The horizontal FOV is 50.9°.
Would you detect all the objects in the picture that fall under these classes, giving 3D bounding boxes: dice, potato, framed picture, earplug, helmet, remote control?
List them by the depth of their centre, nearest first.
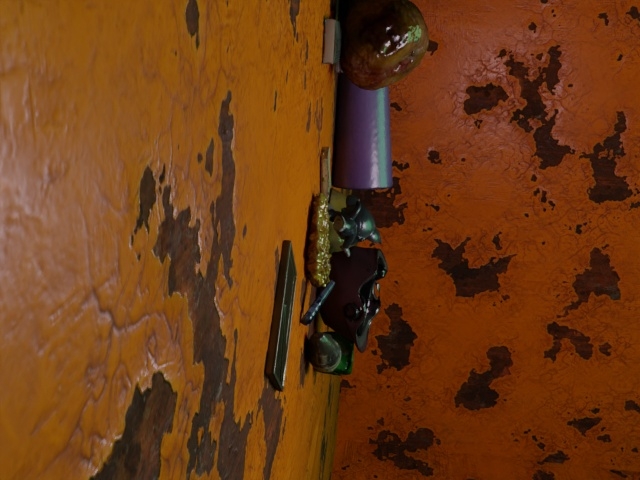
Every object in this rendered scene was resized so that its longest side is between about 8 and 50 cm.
[{"bbox_3d":[-0.074,0.156,1.347,0.192,0.018,0.265,83,12,-66],"label":"framed picture"},{"bbox_3d":[-0.007,0.165,1.755,0.152,0.027,0.043,-54,165,-40],"label":"remote control"},{"bbox_3d":[0.089,0.174,2.169,0.271,0.197,0.338,-6,110,-75],"label":"helmet"},{"bbox_3d":[0.047,0.378,2.246,0.120,0.128,0.130,85,9,-71],"label":"dice"},{"bbox_3d":[0.146,-0.406,2.339,0.215,0.215,0.455,-61,151,-78],"label":"earplug"},{"bbox_3d":[0.077,-0.034,2.368,0.239,0.116,0.299,-71,164,-53],"label":"potato"}]

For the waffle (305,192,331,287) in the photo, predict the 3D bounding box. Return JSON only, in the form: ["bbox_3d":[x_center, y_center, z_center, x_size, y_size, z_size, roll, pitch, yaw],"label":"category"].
[{"bbox_3d":[0.000,0.000,1.799,0.243,0.059,0.237,83,11,-59],"label":"waffle"}]

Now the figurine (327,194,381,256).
[{"bbox_3d":[0.084,-0.067,2.048,0.193,0.140,0.265,55,0,17],"label":"figurine"}]

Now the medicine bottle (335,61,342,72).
[{"bbox_3d":[0.146,-0.575,2.152,0.107,0.192,0.107,4,90,-85],"label":"medicine bottle"}]

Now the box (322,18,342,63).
[{"bbox_3d":[0.033,-0.538,1.817,0.177,0.036,0.115,-68,161,-71],"label":"box"}]

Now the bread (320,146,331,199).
[{"bbox_3d":[0.015,-0.195,1.960,0.068,0.028,0.153,-80,172,-48],"label":"bread"}]

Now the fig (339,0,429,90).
[{"bbox_3d":[0.138,-0.632,1.995,0.368,0.286,0.286,55,-15,27],"label":"fig"}]

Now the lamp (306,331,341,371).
[{"bbox_3d":[0.009,0.323,1.948,0.250,0.101,0.101,73,21,-58],"label":"lamp"}]

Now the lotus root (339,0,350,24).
[{"bbox_3d":[0.100,-0.737,2.126,0.089,0.081,0.179,-127,-139,-64],"label":"lotus root"}]
